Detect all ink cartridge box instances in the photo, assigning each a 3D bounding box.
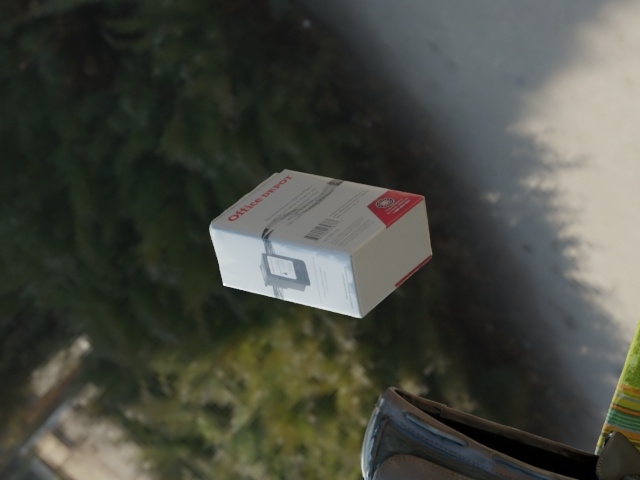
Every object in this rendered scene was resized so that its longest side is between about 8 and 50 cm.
[{"bbox_3d":[0.000,0.000,1.434,0.150,0.109,0.063,12,126,36],"label":"ink cartridge box"}]

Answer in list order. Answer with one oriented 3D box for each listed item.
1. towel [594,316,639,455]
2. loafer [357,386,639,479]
[{"bbox_3d":[0.246,0.084,1.097,0.102,0.021,0.237,14,131,7],"label":"towel"},{"bbox_3d":[0.154,0.148,1.045,0.267,0.084,0.096,7,-179,6],"label":"loafer"}]
